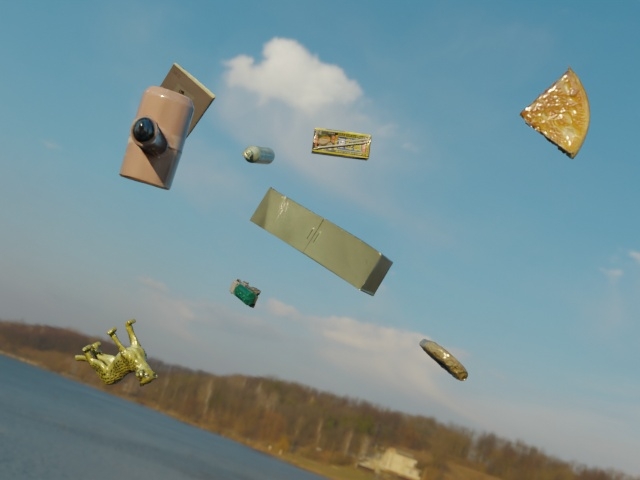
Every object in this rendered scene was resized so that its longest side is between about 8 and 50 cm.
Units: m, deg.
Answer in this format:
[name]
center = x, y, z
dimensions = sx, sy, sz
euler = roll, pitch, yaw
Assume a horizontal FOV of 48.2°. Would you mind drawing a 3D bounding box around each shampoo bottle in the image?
[shampoo bottle]
center = -0.196, -0.261, 2.164
dimensions = 0.056, 0.056, 0.195
euler = 14, 7, 16

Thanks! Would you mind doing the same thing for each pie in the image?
[pie]
center = 0.397, 0.382, 2.290
dimensions = 0.195, 0.046, 0.195
euler = 41, -4, 4

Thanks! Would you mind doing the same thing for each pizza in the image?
[pizza]
center = 0.448, -0.238, 1.365
dimensions = 0.131, 0.178, 0.041
euler = -13, -5, 8

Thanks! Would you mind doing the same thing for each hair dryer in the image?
[hair dryer]
center = -0.297, -0.197, 1.283
dimensions = 0.107, 0.189, 0.344
euler = 17, -1, -10

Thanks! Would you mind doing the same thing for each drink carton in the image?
[drink carton]
center = 0.060, -0.275, 2.043
dimensions = 0.165, 0.071, 0.056
euler = 7, -1, -3

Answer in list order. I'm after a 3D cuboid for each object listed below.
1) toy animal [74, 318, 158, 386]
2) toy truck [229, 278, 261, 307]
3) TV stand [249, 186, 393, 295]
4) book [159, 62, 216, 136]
[toy animal]
center = -0.428, 0.261, 1.496
dimensions = 0.181, 0.136, 0.073
euler = -31, -5, 27
[toy truck]
center = -0.161, 0.110, 1.506
dimensions = 0.044, 0.039, 0.083
euler = 20, 6, -39
[TV stand]
center = 0.000, 0.000, 1.364
dimensions = 0.269, 0.083, 0.088
euler = 31, 1, 23
[book]
center = -0.348, -0.332, 1.754
dimensions = 0.127, 0.014, 0.181
euler = 41, -52, -6
